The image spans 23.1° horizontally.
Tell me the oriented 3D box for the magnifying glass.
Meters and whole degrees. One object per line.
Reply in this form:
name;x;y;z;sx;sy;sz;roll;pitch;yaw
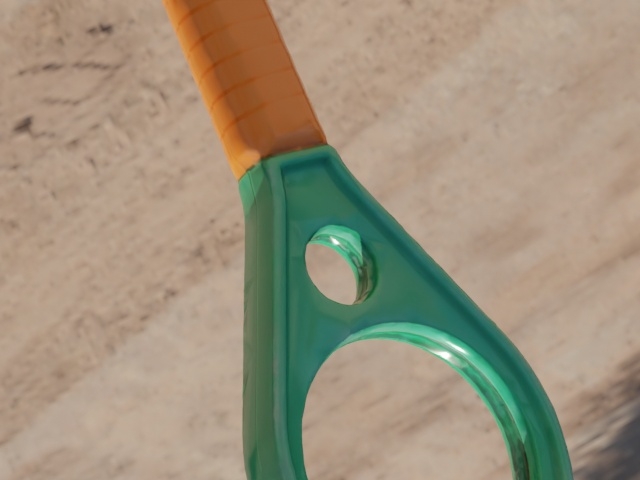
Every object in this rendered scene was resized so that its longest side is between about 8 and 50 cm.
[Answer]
magnifying glass;0.000;0.000;0.425;0.092;0.231;0.026;-15;165;-36
